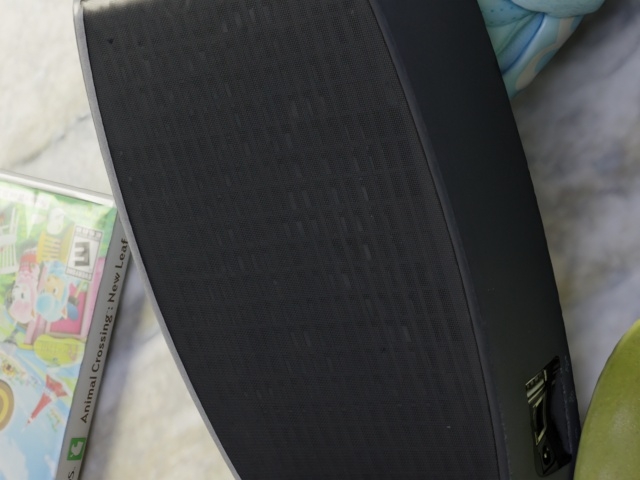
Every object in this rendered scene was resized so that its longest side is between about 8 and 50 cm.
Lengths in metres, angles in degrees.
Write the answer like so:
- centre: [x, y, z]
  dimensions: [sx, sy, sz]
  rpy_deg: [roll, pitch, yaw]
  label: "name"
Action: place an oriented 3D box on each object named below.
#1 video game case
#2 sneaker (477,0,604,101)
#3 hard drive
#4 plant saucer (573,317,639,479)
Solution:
- centre: [-0.206, 0.052, 0.718]
  dimensions: [0.212, 0.023, 0.193]
  rpy_deg: [13, 91, 32]
  label: "video game case"
- centre: [0.086, -0.127, 0.520]
  dimensions: [0.366, 0.135, 0.150]
  rpy_deg: [-9, 98, 32]
  label: "sneaker"
- centre: [0.000, 0.000, 0.511]
  dimensions: [0.172, 0.054, 0.254]
  rpy_deg: [-5, 113, 31]
  label: "hard drive"
- centre: [0.136, 0.139, 0.409]
  dimensions: [0.037, 0.241, 0.241]
  rpy_deg: [0, 81, -9]
  label: "plant saucer"
